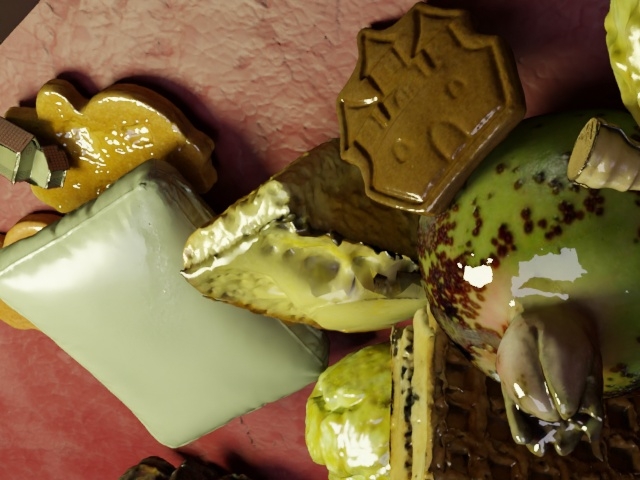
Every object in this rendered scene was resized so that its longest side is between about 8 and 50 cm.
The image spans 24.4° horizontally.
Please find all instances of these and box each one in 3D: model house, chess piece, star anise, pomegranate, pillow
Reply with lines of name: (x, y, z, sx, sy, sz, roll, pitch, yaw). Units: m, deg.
model house: (-0.313, -0.093, 1.571, 0.083, 0.057, 0.058, 28, 113, 29)
chess piece: (0.286, -0.043, 1.183, 0.172, 0.060, 0.060, 20, 135, -5)
star anise: (-0.144, 0.340, 1.882, 0.223, 0.109, 0.236, -8, 143, 39)
pomegranate: (0.213, 0.049, 1.299, 0.285, 0.341, 0.285, 10, 134, 11)
pillow: (-0.168, 0.079, 1.600, 0.255, 0.120, 0.322, -28, 122, 23)

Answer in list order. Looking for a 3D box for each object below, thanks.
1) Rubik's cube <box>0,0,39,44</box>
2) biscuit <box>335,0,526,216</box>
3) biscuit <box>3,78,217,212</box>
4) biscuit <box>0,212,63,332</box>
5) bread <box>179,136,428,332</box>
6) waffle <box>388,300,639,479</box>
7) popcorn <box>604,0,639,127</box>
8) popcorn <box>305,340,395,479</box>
Rubik's cube: (-0.464, -0.309, 1.290, 0.346, 0.344, 0.347, 21, 136, 8)
biscuit: (0.083, -0.130, 1.320, 0.034, 0.215, 0.182, 26, 110, -45)
biscuit: (-0.224, -0.099, 1.578, 0.248, 0.035, 0.184, -7, 126, 32)
biscuit: (-0.276, 0.055, 1.731, 0.333, 0.047, 0.202, 2, 130, 23)
bread: (0.000, 0.000, 1.484, 0.262, 0.163, 0.204, 24, 138, -34)
waffle: (0.219, 0.192, 1.460, 0.308, 0.213, 0.091, 17, 146, -21)
popcorn: (0.336, -0.179, 1.162, 0.233, 0.192, 0.266, -24, 117, 4)
popcorn: (0.086, 0.199, 1.585, 0.204, 0.184, 0.221, 5, 176, -33)
